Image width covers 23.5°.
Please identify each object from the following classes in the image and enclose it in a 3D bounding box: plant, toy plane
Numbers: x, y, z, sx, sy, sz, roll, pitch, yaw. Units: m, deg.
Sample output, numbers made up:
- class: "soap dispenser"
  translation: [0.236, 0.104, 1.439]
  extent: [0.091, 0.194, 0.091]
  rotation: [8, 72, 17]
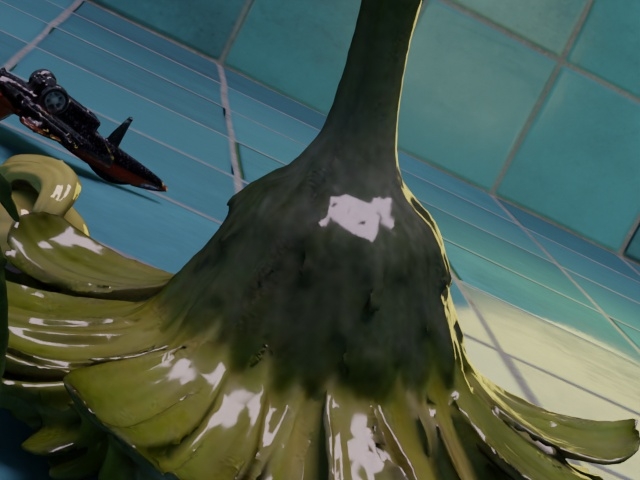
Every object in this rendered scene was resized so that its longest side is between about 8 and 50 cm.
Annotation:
- class: "plant"
  translation: [-0.019, 0.027, 0.710]
  extent: [0.306, 0.297, 0.261]
  rotation: [4, -13, -25]
- class: "toy plane"
  translation: [-0.195, -0.089, 1.205]
  extent: [0.189, 0.061, 0.130]
  rotation: [22, 10, -26]

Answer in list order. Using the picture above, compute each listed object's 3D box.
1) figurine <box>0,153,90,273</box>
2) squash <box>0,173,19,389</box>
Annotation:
- class: "figurine"
  translation: [-0.171, -0.012, 0.853]
  extent: [0.083, 0.083, 0.187]
  rotation: [23, 1, -21]
- class: "squash"
  translation: [-0.165, 0.033, 0.388]
  extent: [0.123, 0.170, 0.170]
  rotation: [17, 4, 28]
